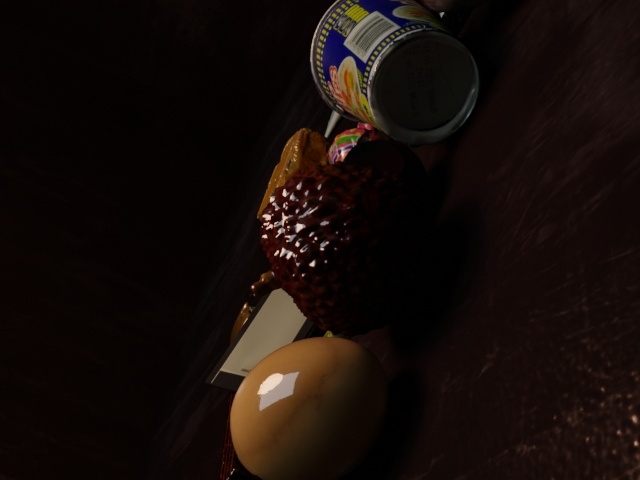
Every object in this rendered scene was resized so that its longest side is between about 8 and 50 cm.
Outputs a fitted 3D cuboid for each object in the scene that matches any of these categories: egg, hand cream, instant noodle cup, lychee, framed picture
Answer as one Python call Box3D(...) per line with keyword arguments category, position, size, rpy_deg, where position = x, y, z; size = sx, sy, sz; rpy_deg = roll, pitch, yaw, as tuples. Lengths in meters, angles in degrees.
Box3D(category="egg", position=(-0.009, 0.234, 1.085), size=(0.244, 0.201, 0.201), rpy_deg=(-46, 22, 33))
Box3D(category="hand cream", position=(0.062, -0.409, 2.311), size=(0.320, 0.067, 0.109), rpy_deg=(126, 162, -56))
Box3D(category="instant noodle cup", position=(0.144, -0.308, 1.402), size=(0.284, 0.284, 0.312), rpy_deg=(-61, 21, 16))
Box3D(category="lychee", position=(0.030, 0.013, 1.147), size=(0.300, 0.264, 0.264), rpy_deg=(-22, 11, -8))
Box3D(category="framed picture", position=(-0.082, 0.164, 1.588), size=(0.265, 0.016, 0.347), rpy_deg=(-4, 47, 55))

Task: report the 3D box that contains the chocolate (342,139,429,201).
Box3D(category="chocolate", position=(0.110, -0.083, 1.328), size=(0.177, 0.177, 0.177), rpy_deg=(-59, 14, 25))

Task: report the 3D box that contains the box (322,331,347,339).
Box3D(category="box", position=(-0.014, 0.311, 1.312), size=(0.173, 0.043, 0.311), rpy_deg=(-57, 16, 32))

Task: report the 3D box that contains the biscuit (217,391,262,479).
Box3D(category="biscuit", position=(-0.125, 0.359, 1.514), size=(0.073, 0.107, 0.388), rpy_deg=(-55, 16, 23))

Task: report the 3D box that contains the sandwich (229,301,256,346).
Box3D(category="sandwich", position=(-0.148, 0.223, 1.824), size=(0.128, 0.122, 0.235), rpy_deg=(-66, 13, 5))

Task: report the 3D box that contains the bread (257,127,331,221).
Box3D(category="bread", position=(-0.067, -0.165, 2.189), size=(0.167, 0.132, 0.294), rpy_deg=(-41, 26, 59))

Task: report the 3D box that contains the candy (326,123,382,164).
Box3D(category="candy", position=(0.111, -0.231, 1.686), size=(0.124, 0.124, 0.365), rpy_deg=(-56, 2, 35))

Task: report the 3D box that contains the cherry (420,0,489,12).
Box3D(category="cherry", position=(0.247, -0.512, 1.337), size=(0.296, 0.218, 0.255), rpy_deg=(-26, 6, 21))

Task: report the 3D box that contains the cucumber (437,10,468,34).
Box3D(category="cucumber", position=(0.287, -0.504, 1.570), size=(0.293, 0.067, 0.067), rpy_deg=(-63, 13, 13))
